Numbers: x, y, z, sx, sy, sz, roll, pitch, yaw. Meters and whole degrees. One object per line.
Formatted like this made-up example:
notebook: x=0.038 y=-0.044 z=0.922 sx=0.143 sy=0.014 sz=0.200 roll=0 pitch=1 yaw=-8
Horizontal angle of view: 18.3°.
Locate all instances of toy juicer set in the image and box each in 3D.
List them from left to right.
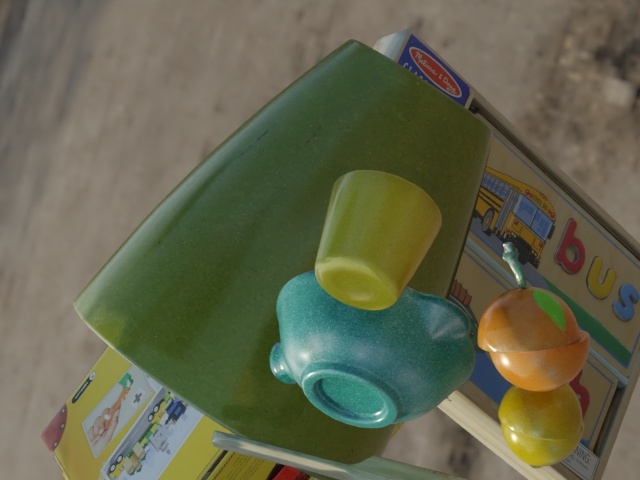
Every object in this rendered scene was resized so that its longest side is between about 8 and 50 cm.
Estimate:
toy juicer set: x=0.066 y=0.083 z=1.283 sx=0.329 sy=0.209 sz=0.089 roll=118 pitch=176 yaw=-57

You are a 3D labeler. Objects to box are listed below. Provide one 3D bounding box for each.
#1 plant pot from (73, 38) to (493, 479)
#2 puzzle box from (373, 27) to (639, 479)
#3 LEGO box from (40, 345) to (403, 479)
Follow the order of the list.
plant pot: x=0.000 y=0.000 z=1.564 sx=0.293 sy=0.275 sz=0.275 roll=-57 pitch=18 yaw=3
puzzle box: x=0.157 y=0.029 z=1.882 sx=0.052 sy=0.409 sz=0.272 roll=-15 pitch=43 yaw=50
LEGO box: x=-0.091 y=0.182 z=2.516 sx=0.500 sy=0.193 sz=0.372 roll=-52 pitch=34 yaw=6
